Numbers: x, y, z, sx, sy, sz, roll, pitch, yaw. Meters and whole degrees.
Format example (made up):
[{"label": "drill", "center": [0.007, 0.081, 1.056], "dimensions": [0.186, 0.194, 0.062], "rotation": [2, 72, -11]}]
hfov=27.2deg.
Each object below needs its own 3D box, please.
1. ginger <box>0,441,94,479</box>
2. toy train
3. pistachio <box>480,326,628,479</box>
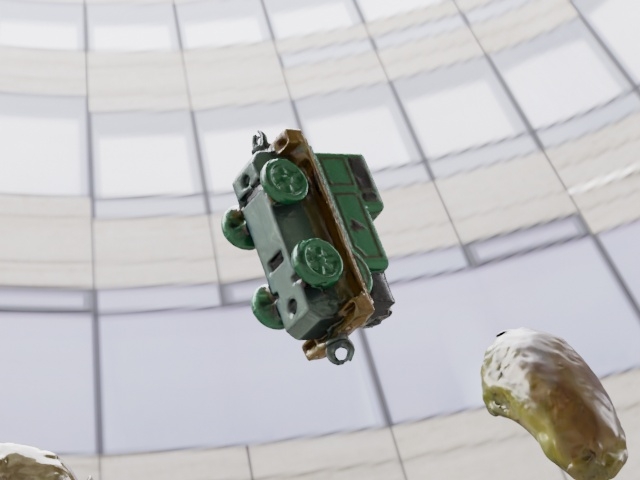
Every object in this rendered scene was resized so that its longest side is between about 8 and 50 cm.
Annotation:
[{"label": "ginger", "center": [-0.160, 0.145, 0.676], "dimensions": [0.104, 0.080, 0.204], "rotation": [-4, -33, 41]}, {"label": "toy train", "center": [0.000, 0.000, 1.137], "dimensions": [0.136, 0.227, 0.091], "rotation": [-5, -28, -38]}, {"label": "pistachio", "center": [0.161, 0.104, 0.935], "dimensions": [0.090, 0.173, 0.049], "rotation": [-1, -65, -12]}]
